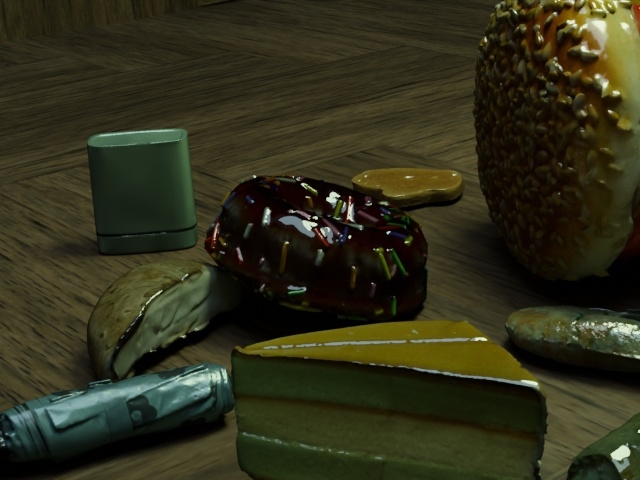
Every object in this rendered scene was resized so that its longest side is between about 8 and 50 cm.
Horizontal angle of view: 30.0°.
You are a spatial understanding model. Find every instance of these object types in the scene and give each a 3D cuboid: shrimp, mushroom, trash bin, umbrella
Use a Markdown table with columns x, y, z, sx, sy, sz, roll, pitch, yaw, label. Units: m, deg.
| x | y | z | sx | sy | sz | roll | pitch | yaw | label |
| --- | --- | --- | --- | --- | --- | --- | --- | --- | --- |
| 0.272 | 0.084 | 1.047 | 0.223 | 0.048 | 0.126 | 8 | 13 | 31 | shrimp |
| -0.158 | 0.064 | 1.118 | 0.094 | 0.072 | 0.209 | 4 | 21 | 34 | mushroom |
| -0.202 | -0.056 | 1.358 | 0.116 | 0.130 | 0.059 | -4 | 21 | -5 | trash bin |
| -0.187 | 0.144 | 0.940 | 0.250 | 0.052 | 0.053 | -12 | 56 | -23 | umbrella |

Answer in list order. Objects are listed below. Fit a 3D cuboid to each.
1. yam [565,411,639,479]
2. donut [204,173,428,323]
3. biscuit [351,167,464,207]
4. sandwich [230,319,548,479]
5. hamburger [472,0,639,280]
| x | y | z | sx | sy | sz | roll | pitch | yaw | label |
| --- | --- | --- | --- | --- | --- | --- | --- | --- | --- |
| 0.323 | 0.120 | 0.894 | 0.371 | 0.083 | 0.083 | -22 | 28 | -38 | yam |
| 0.000 | 0.000 | 1.177 | 0.235 | 0.089 | 0.235 | 14 | 17 | -4 | donut |
| 0.106 | -0.064 | 1.487 | 0.140 | 0.023 | 0.118 | 6 | 22 | 20 | biscuit |
| 0.043 | 0.135 | 0.833 | 0.187 | 0.117 | 0.144 | -7 | 18 | -13 | sandwich |
| 0.294 | -0.122 | 1.211 | 0.250 | 0.330 | 0.330 | -10 | 21 | -14 | hamburger |
